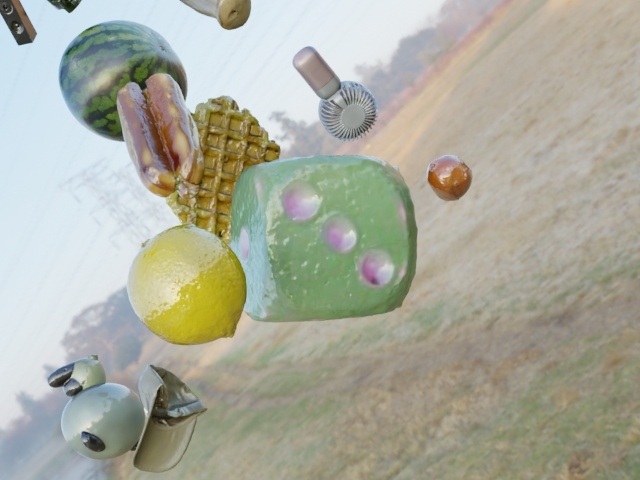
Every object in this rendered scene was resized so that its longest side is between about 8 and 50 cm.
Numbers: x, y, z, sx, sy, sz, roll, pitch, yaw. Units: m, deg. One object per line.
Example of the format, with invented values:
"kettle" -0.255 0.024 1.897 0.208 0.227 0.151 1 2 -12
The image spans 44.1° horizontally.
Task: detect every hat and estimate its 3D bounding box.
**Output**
"hat" -0.337 0.359 1.594 0.173 0.144 0.166 -49 -41 -8

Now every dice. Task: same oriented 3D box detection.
"dice" 0.000 0.000 1.632 0.330 0.322 0.318 -1 -3 -19

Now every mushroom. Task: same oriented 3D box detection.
"mushroom" -0.226 -0.476 1.462 0.096 0.247 0.108 -36 -23 -30

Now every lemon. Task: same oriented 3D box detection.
"lemon" -0.201 0.073 1.215 0.178 0.203 0.178 -43 -6 -5

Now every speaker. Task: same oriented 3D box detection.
"speaker" -0.707 -0.538 1.789 0.040 0.191 0.046 -10 43 9

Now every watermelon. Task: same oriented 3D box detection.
"watermelon" -0.459 -0.372 1.841 0.285 0.285 0.285 -41 1 1

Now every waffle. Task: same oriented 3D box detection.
"waffle" -0.217 -0.153 1.760 0.302 0.325 0.068 -40 19 -25

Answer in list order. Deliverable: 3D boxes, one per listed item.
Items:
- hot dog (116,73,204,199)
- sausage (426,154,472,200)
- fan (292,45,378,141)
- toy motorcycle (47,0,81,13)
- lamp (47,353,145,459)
"hot dog" -0.296 -0.188 1.482 0.135 0.337 0.100 -20 -40 -9
"sausage" 0.255 -0.121 1.548 0.089 0.089 0.179 -41 -13 6
"fan" 0.029 -0.322 1.721 0.130 0.244 0.074 -39 31 6
"toy motorcycle" -0.662 -0.710 1.980 0.127 0.205 0.275 -18 47 34
"lamp" -0.514 0.390 1.824 0.198 0.244 0.198 -30 -28 -18
